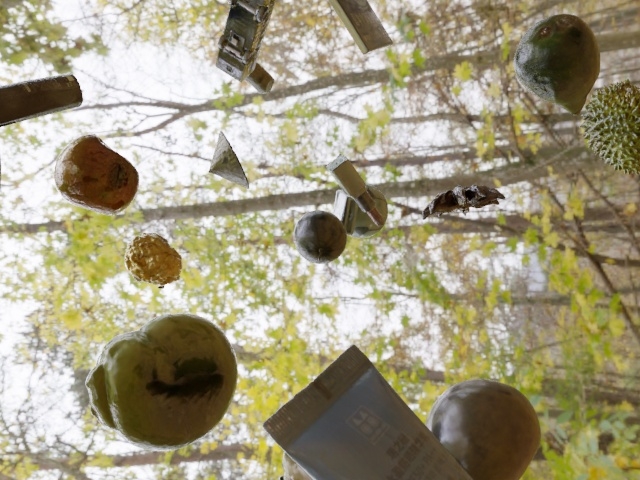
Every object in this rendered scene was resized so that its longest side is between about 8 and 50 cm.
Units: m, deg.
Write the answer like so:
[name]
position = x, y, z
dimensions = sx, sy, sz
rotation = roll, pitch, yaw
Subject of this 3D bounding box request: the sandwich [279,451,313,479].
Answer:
[sandwich]
position = 0.110, 0.405, 0.849
dimensions = 0.301, 0.271, 0.099
rotation = 11, -83, -37

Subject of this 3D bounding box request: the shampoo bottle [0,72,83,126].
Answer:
[shampoo bottle]
position = -0.467, -0.208, 0.814
dimensions = 0.208, 0.057, 0.063
rotation = -31, -60, -41

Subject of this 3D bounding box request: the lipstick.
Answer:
[lipstick]
position = 0.048, -0.055, 0.655
dimensions = 0.107, 0.025, 0.025
rotation = 51, -179, -30

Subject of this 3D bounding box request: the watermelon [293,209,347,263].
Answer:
[watermelon]
position = 0.000, 0.000, 1.050
dimensions = 0.133, 0.105, 0.105
rotation = -96, -9, -57

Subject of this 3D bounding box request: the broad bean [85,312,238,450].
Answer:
[broad bean]
position = -0.257, 0.240, 0.935
dimensions = 0.291, 0.119, 0.237
rotation = 38, -114, -47

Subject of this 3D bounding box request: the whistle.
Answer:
[whistle]
position = 0.111, -0.074, 1.443
dimensions = 0.289, 0.164, 0.163
rotation = -118, 21, -77

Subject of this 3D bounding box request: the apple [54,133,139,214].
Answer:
[apple]
position = -0.636, -0.190, 1.558
dimensions = 0.207, 0.237, 0.237
rotation = -66, -23, 4

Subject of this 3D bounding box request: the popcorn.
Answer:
[popcorn]
position = -0.487, 0.061, 1.601
dimensions = 0.180, 0.180, 0.170
rotation = -43, -27, -61

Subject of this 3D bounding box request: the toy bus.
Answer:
[toy bus]
position = -0.147, -0.426, 1.085
dimensions = 0.074, 0.081, 0.226
rotation = -55, -3, -40

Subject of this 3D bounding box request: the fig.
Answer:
[fig]
position = 0.371, -0.250, 0.816
dimensions = 0.177, 0.117, 0.117
rotation = 41, -133, -29

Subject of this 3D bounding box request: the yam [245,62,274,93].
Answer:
[yam]
position = -0.192, -0.503, 1.677
dimensions = 0.146, 0.070, 0.069
rotation = 34, -123, -51

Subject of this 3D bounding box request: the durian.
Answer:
[durian]
position = 0.742, -0.270, 1.317
dimensions = 0.200, 0.176, 0.236
rotation = 29, -153, -46

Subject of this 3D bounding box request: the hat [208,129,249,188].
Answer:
[hat]
position = -0.220, -0.166, 1.214
dimensions = 0.146, 0.067, 0.146
rotation = 59, 169, 18

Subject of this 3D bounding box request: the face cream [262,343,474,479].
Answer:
[face cream]
position = 0.122, 0.257, 0.430
dimensions = 0.136, 0.385, 0.086
rotation = -29, -19, -49

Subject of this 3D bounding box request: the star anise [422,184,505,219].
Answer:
[star anise]
position = 0.233, -0.066, 0.912
dimensions = 0.141, 0.141, 0.042
rotation = 15, -118, -67

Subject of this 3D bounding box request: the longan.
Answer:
[longan]
position = 0.247, 0.295, 0.832
dimensions = 0.187, 0.167, 0.167
rotation = -5, -86, -32

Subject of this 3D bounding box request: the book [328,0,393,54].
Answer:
[book]
position = 0.029, -0.505, 1.038
dimensions = 0.322, 0.018, 0.228
rotation = 55, -150, -9
